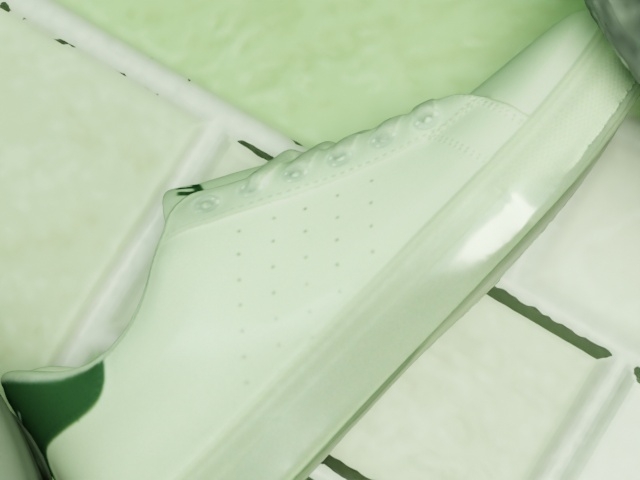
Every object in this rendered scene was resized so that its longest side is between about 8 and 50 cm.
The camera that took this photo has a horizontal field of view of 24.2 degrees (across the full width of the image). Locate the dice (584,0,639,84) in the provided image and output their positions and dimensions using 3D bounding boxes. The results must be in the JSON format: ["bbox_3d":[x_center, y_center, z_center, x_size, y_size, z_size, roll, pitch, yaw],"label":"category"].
[{"bbox_3d":[0.198,-0.110,0.447,0.183,0.181,0.182,40,129,7],"label":"dice"}]

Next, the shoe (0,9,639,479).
[{"bbox_3d":[0.000,0.000,0.517,0.110,0.095,0.265,41,88,9],"label":"shoe"}]

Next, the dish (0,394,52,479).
[{"bbox_3d":[-0.144,0.145,0.482,0.273,0.134,0.273,-11,74,43],"label":"dish"}]
